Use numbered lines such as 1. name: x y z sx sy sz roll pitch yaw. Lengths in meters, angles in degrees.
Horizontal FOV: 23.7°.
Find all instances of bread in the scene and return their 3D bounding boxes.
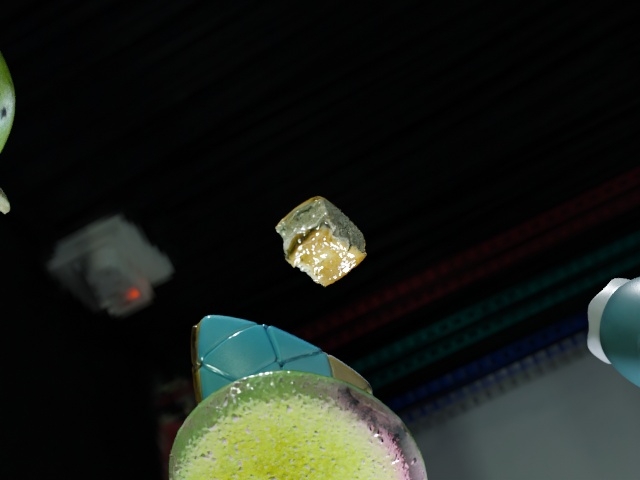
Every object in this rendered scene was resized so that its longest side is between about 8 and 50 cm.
1. bread: -0.020 0.213 1.291 0.228 0.228 0.033 58 -163 -19
2. bread: 0.001 -0.002 1.720 0.083 0.070 0.077 40 -160 -31

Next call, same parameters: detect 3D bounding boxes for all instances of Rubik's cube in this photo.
1. Rubik's cube: -0.053 0.230 1.986 0.254 0.254 0.254 57 -166 -24

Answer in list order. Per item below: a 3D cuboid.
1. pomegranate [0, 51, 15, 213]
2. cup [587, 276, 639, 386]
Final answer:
1. pomegranate: -0.317 -0.084 1.181 0.187 0.187 0.225 -102 -8 -47
2. cup: 0.420 0.112 1.852 0.167 0.173 0.300 -8 -76 -39
